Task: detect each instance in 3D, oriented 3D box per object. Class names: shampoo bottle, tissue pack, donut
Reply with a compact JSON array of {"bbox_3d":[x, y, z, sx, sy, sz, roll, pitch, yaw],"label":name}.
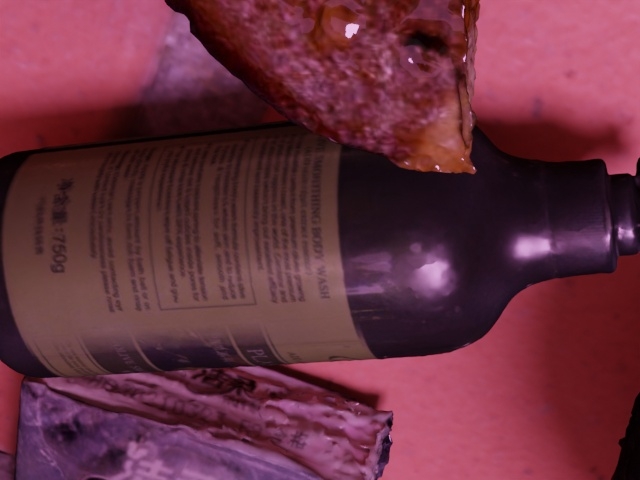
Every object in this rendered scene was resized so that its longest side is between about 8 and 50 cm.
[{"bbox_3d":[0.000,0.000,0.501,0.283,0.101,0.101,-5,121,16],"label":"shampoo bottle"},{"bbox_3d":[-0.072,0.164,0.638,0.173,0.073,0.235,17,125,4],"label":"tissue pack"},{"bbox_3d":[-0.022,-0.169,0.395,0.151,0.112,0.295,2,122,18],"label":"donut"}]

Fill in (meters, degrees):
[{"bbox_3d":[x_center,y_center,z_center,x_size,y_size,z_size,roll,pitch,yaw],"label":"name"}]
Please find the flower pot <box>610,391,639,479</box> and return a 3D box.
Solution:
[{"bbox_3d":[0.239,0.181,0.484,0.266,0.266,0.267,5,133,10],"label":"flower pot"}]
